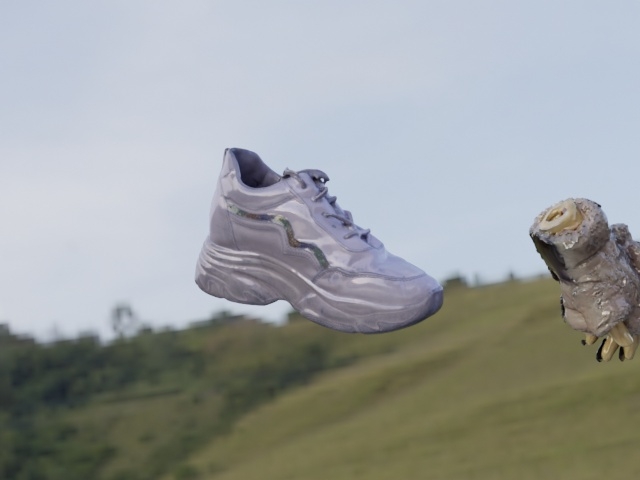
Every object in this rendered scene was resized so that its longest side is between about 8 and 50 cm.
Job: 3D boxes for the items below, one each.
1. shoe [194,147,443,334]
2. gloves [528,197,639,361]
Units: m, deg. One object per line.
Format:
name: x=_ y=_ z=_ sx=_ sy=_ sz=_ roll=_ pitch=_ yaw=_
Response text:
shoe: x=0.000 y=0.000 z=1.738 sx=0.245 sy=0.137 sz=0.095 roll=13 pitch=24 yaw=26
gloves: x=0.241 y=0.028 z=1.661 sx=0.094 sy=0.110 sz=0.144 roll=-42 pitch=-48 yaw=-11
